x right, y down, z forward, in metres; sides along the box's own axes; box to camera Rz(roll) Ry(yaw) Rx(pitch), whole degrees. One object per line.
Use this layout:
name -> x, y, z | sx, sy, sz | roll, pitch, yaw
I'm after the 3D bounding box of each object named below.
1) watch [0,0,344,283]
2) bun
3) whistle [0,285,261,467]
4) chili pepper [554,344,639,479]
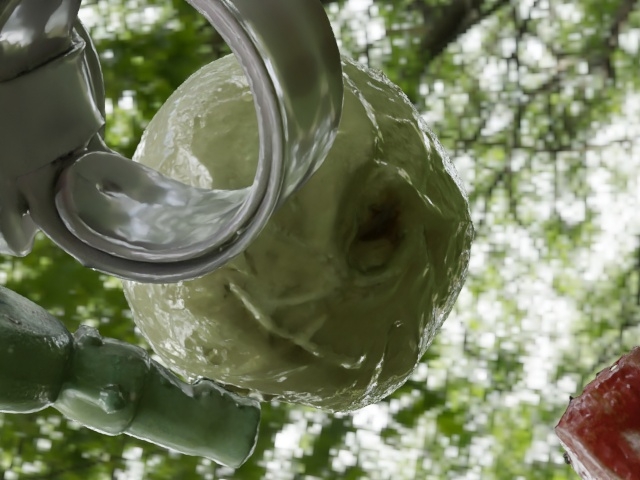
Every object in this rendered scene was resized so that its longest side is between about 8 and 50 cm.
watch -> -0.119, -0.097, 0.914 | 0.196, 0.231, 0.244 | -47, -45, -55
bun -> 0.001, -0.003, 1.483 | 0.364, 0.202, 0.364 | -4, -83, -36
whistle -> -0.157, 0.072, 0.904 | 0.258, 0.126, 0.067 | 20, -84, -16
chili pepper -> 0.303, 0.195, 1.236 | 0.144, 0.253, 0.136 | -2, -50, -44
